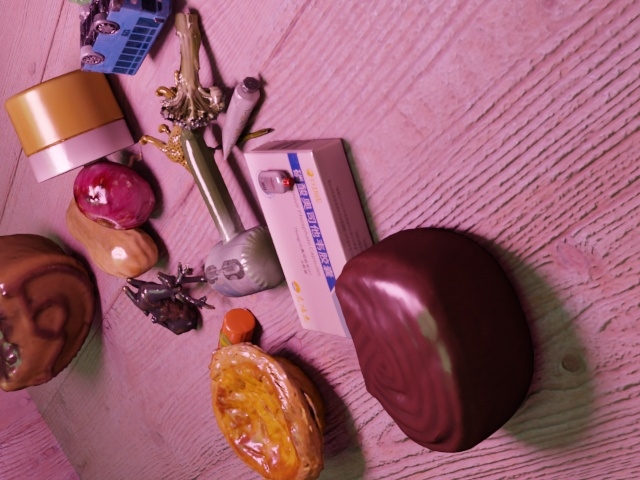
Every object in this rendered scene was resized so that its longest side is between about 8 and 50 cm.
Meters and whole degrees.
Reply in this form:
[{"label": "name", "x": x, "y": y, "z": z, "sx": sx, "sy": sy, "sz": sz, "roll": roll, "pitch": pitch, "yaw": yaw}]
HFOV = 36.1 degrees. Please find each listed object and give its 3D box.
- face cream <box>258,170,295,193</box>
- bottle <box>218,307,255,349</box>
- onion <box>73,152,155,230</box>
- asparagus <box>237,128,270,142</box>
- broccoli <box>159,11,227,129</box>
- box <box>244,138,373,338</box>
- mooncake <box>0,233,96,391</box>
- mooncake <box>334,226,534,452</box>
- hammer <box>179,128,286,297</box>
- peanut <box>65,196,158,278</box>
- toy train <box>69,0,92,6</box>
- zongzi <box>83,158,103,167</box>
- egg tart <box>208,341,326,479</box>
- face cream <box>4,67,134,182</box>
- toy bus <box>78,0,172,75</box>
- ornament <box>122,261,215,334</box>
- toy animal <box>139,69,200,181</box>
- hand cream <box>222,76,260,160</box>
[{"label": "face cream", "x": -0.071, "y": -0.095, "z": 1.601, "sx": 0.083, "sy": 0.021, "sz": 0.040, "roll": 6, "pitch": 118, "yaw": 53}, {"label": "bottle", "x": -0.183, "y": 0.220, "z": 2.074, "sx": 0.069, "sy": 0.069, "sz": 0.187, "roll": 45, "pitch": 146, "yaw": 23}, {"label": "onion", "x": -0.443, "y": -0.098, "z": 2.107, "sx": 0.177, "sy": 0.177, "sz": 0.153, "roll": 111, "pitch": 161, "yaw": -50}, {"label": "asparagus", "x": -0.132, "y": -0.183, "z": 1.747, "sx": 0.166, "sy": 0.016, "sz": 0.013, "roll": -8, "pitch": 71, "yaw": 57}, {"label": "broccoli", "x": -0.227, "y": -0.298, "z": 1.730, "sx": 0.122, "sy": 0.118, "sz": 0.204, "roll": -126, "pitch": 34, "yaw": -74}, {"label": "box", "x": 0.000, "y": 0.000, "z": 1.656, "sx": 0.200, "sy": 0.065, "sz": 0.343, "roll": 5, "pitch": 118, "yaw": 52}, {"label": "mooncake", "x": -0.787, "y": 0.182, "z": 2.572, "sx": 0.246, "sy": 0.393, "sz": 0.394, "roll": 34, "pitch": 173, "yaw": 34}, {"label": "mooncake", "x": 0.155, "y": 0.140, "z": 1.459, "sx": 0.334, "sy": 0.174, "sz": 0.326, "roll": 41, "pitch": 145, "yaw": 27}, {"label": "hammer", "x": -0.176, "y": -0.058, "z": 1.815, "sx": 0.206, "sy": 0.119, "sz": 0.336, "roll": -18, "pitch": 96, "yaw": 56}, {"label": "peanut", "x": -0.486, "y": -0.003, "z": 2.259, "sx": 0.319, "sy": 0.147, "sz": 0.148, "roll": 32, "pitch": 137, "yaw": 40}, {"label": "toy train", "x": -0.489, "y": -0.510, "z": 1.927, "sx": 0.149, "sy": 0.081, "sz": 0.099, "roll": 41, "pitch": 141, "yaw": 29}, {"label": "zongzi", "x": -0.483, "y": -0.163, "z": 2.215, "sx": 0.119, "sy": 0.055, "sz": 0.109, "roll": -37, "pitch": 81, "yaw": 45}, {"label": "egg tart", "x": -0.091, "y": 0.341, "z": 1.983, "sx": 0.341, "sy": 0.129, "sz": 0.341, "roll": 31, "pitch": 135, "yaw": 37}, {"label": "face cream", "x": -0.522, "y": -0.243, "z": 2.046, "sx": 0.218, "sy": 0.218, "sz": 0.179, "roll": -10, "pitch": 105, "yaw": 56}, {"label": "toy bus", "x": -0.356, "y": -0.401, "z": 1.776, "sx": 0.234, "sy": 0.133, "sz": 0.116, "roll": -37, "pitch": 53, "yaw": 57}, {"label": "ornament", "x": -0.290, "y": 0.131, "z": 2.127, "sx": 0.236, "sy": 0.080, "sz": 0.202, "roll": -17, "pitch": 134, "yaw": 42}, {"label": "toy animal", "x": -0.257, "y": -0.214, "z": 1.859, "sx": 0.136, "sy": 0.073, "sz": 0.181, "roll": 39, "pitch": 130, "yaw": 18}, {"label": "hand cream", "x": -0.144, "y": -0.216, "z": 1.715, "sx": 0.194, "sy": 0.042, "sz": 0.067, "roll": 123, "pitch": 141, "yaw": -56}]
